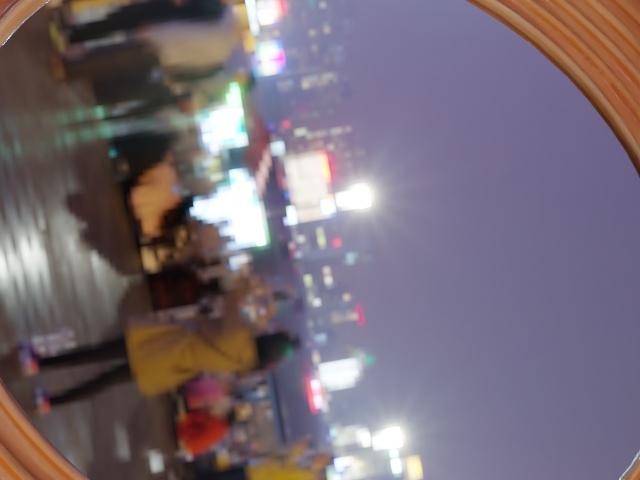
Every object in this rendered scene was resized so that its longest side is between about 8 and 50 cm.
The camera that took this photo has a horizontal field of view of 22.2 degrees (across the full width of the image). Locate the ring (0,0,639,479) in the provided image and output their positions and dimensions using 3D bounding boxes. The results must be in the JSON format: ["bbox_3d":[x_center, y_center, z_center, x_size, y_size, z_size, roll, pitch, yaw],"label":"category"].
[{"bbox_3d":[0.000,0.000,0.479,0.032,0.336,0.337,116,-31,-54],"label":"ring"}]
